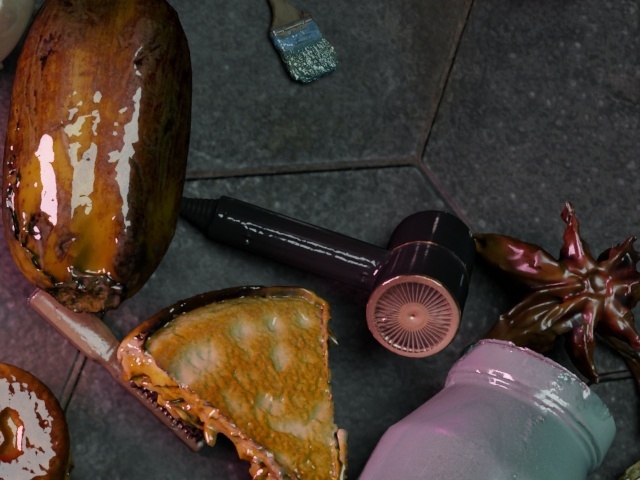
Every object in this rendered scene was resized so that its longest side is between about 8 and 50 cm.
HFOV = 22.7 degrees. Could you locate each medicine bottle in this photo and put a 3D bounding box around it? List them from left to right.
[{"bbox_3d":[0.165,0.274,1.701,0.245,0.245,0.290,39,66,-7],"label":"medicine bottle"}]

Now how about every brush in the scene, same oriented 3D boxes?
[{"bbox_3d":[-0.208,0.130,1.713,0.248,0.036,0.043,43,58,-5],"label":"brush"},{"bbox_3d":[-0.047,-0.279,1.905,0.070,0.021,0.196,-26,85,-28],"label":"brush"}]

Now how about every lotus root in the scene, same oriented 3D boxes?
[{"bbox_3d":[-0.234,-0.120,1.696,0.196,0.179,0.397,11,72,-21],"label":"lotus root"}]

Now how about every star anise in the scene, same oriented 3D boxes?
[{"bbox_3d":[0.304,0.104,1.870,0.346,0.148,0.237,44,86,-7],"label":"star anise"}]

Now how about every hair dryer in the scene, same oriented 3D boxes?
[{"bbox_3d":[0.000,0.000,1.796,0.352,0.107,0.189,20,28,3],"label":"hair dryer"}]

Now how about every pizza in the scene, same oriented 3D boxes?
[{"bbox_3d":[-0.048,0.152,1.720,0.288,0.074,0.251,43,47,6],"label":"pizza"}]

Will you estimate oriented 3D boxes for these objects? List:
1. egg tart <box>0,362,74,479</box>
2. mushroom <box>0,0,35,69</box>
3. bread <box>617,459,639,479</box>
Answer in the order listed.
[{"bbox_3d":[-0.329,0.207,1.581,0.203,0.147,0.202,7,72,-22],"label":"egg tart"},{"bbox_3d":[-0.411,-0.291,1.611,0.293,0.290,0.292,1,89,-30],"label":"mushroom"},{"bbox_3d":[0.407,0.288,1.883,0.154,0.054,0.136,28,91,-18],"label":"bread"}]
